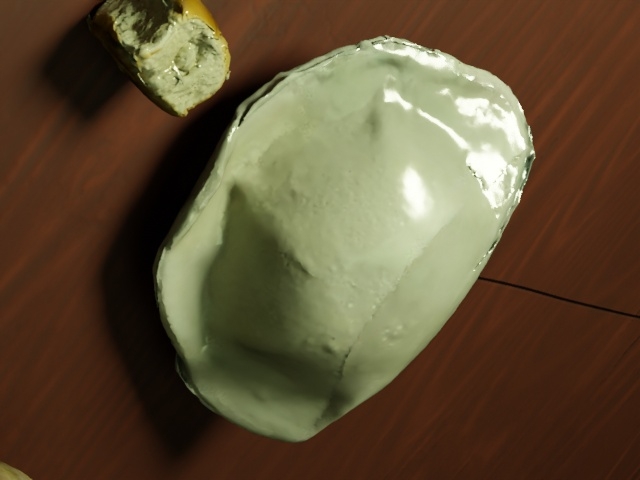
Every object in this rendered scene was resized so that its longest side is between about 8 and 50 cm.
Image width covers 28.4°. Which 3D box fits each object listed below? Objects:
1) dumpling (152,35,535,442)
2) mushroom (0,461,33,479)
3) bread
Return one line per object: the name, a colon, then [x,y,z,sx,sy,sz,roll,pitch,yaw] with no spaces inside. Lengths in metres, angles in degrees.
dumpling: [-0.002,0.002,1.023,0.260,0.181,0.341,28,130,-32]
mushroom: [-0.289,0.255,0.914,0.255,0.184,0.255,-24,132,-31]
bread: [-0.105,-0.139,0.867,0.076,0.070,0.083,-44,144,-7]
